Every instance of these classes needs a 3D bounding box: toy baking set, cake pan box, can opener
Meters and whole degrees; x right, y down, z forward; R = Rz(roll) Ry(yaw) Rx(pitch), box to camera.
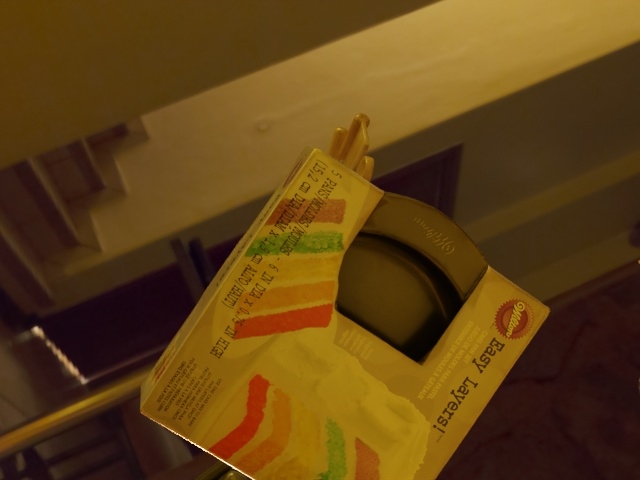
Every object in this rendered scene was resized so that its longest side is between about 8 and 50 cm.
[{"bbox_3d":[0.000,-0.004,0.873,0.196,0.030,0.256,-99,-153,-66],"label":"toy baking set"},{"bbox_3d":[0.023,0.087,0.707,0.246,0.267,0.070,35,2,-12],"label":"cake pan box"},{"bbox_3d":[-0.214,0.471,1.436,0.095,0.283,0.076,39,21,-30],"label":"can opener"}]

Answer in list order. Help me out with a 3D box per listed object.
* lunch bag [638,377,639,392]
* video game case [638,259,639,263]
[{"bbox_3d":[0.822,0.393,1.600,0.239,0.328,0.385,90,-7,-51],"label":"lunch bag"},{"bbox_3d":[0.610,0.033,1.432,0.087,0.011,0.122,47,-41,12],"label":"video game case"}]
